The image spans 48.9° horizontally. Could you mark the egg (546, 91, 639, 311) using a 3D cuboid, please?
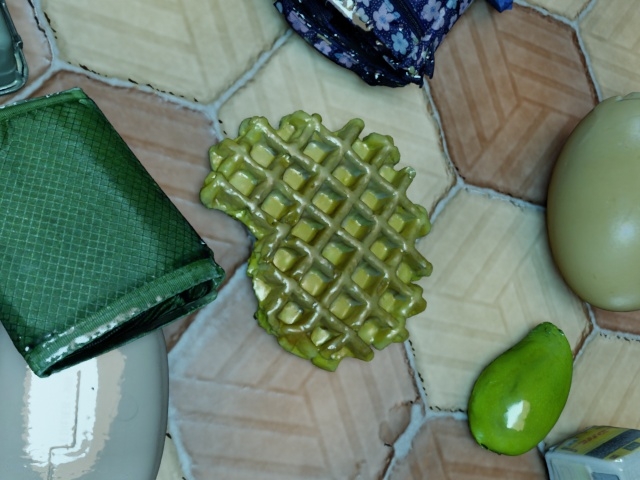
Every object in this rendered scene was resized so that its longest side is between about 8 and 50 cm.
[{"bbox_3d":[0.350,-0.038,0.774,0.201,0.201,0.244,26,86,-18],"label":"egg"}]

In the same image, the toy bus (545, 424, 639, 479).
[{"bbox_3d":[0.346,0.369,0.740,0.097,0.138,0.342,-17,87,-28],"label":"toy bus"}]

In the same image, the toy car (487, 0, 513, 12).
[{"bbox_3d":[0.177,-0.366,0.810,0.063,0.103,0.216,-14,89,14],"label":"toy car"}]

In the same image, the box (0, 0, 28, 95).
[{"bbox_3d":[-0.326,-0.167,0.546,0.172,0.093,0.124,-24,92,-25],"label":"box"}]

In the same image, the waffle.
[{"bbox_3d":[0.000,0.000,0.688,0.249,0.056,0.253,7,80,-23],"label":"waffle"}]

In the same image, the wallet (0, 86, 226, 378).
[{"bbox_3d":[-0.202,-0.018,0.551,0.160,0.055,0.236,-26,63,-35],"label":"wallet"}]

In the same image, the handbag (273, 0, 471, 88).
[{"bbox_3d":[0.055,-0.278,0.717,0.229,0.127,0.207,39,75,-15],"label":"handbag"}]

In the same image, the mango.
[{"bbox_3d":[0.221,0.155,0.752,0.091,0.074,0.165,44,67,-10],"label":"mango"}]

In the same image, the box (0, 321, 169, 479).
[{"bbox_3d":[-0.195,0.131,0.560,0.146,0.088,0.200,4,79,-22],"label":"box"}]
